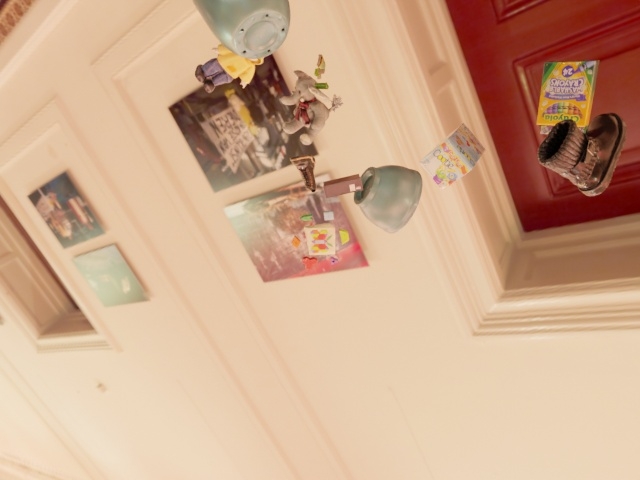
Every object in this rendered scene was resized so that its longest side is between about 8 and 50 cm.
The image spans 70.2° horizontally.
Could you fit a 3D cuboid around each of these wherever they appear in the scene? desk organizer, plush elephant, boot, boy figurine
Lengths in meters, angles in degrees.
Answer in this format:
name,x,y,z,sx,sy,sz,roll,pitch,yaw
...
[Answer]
name,x,y,z,sx,sy,sz,roll,pitch,yaw
desk organizer,0.076,-0.188,1.560,0.130,0.047,0.050,-12,-155,5
plush elephant,-0.070,-0.675,2.227,0.330,0.255,0.272,-39,-139,3
boot,-0.056,-0.263,1.797,0.077,0.137,0.198,-6,-179,22
boy figurine,-0.309,-0.637,1.657,0.285,0.177,0.092,-14,-134,24
boot,0.911,-0.353,1.582,0.131,0.260,0.348,-22,-139,64

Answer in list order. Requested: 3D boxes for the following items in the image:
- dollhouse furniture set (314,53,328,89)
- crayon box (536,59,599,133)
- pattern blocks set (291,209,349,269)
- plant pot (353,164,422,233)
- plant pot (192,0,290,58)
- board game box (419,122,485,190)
name,x,y,z,sx,sy,sz,roll,pitch,yaw
dollhouse furniture set,0.015,-0.772,2.084,0.058,0.151,0.076,7,169,20
crayon box,1.093,-0.627,2.027,0.203,0.323,0.083,15,-152,38
pattern blocks set,0.000,0.000,2.268,0.285,0.325,0.026,-15,-146,9
plant pot,0.265,-0.198,1.933,0.293,0.196,0.293,-52,-153,40
plant pot,-0.228,-0.721,1.424,0.293,0.235,0.293,-23,162,-8
board game box,0.512,-0.326,1.753,0.142,0.144,0.275,-39,-179,37
